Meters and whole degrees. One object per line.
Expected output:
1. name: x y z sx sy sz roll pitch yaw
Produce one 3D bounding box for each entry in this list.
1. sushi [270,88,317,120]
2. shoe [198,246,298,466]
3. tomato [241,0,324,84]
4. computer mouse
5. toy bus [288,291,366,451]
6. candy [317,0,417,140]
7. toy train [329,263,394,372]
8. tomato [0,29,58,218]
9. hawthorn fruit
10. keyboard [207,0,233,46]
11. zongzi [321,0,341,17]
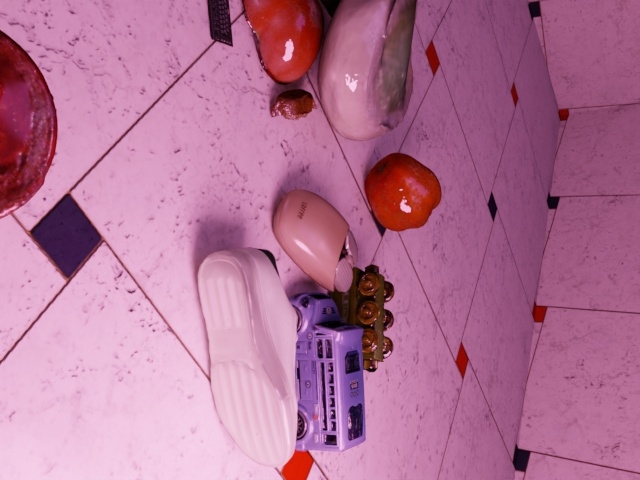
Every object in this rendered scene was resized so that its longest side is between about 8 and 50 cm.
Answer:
1. sushi: -0.049 -0.268 1.343 0.120 0.052 0.055 -42 139 -56
2. shoe: -0.096 0.183 1.136 0.160 0.131 0.363 -22 101 -63
3. tomato: -0.049 -0.428 1.317 0.199 0.112 0.228 -56 134 -49
4. computer mouse: 0.000 0.000 1.339 0.236 0.082 0.145 48 47 -35
5. toy bus: 0.012 0.244 1.289 0.125 0.133 0.292 4 82 -58
6. candy: 0.099 -0.394 1.419 0.427 0.186 0.386 -53 155 -65
7. toy train: 0.078 0.163 1.412 0.090 0.137 0.226 33 54 -51
8. tomato: -0.388 -0.104 0.682 0.233 0.139 0.200 -21 98 -23
9. hawthorn fruit: 0.194 -0.117 1.611 0.189 0.189 0.189 14 74 -57
10. keyboard: -0.182 -0.446 1.193 0.063 0.010 0.198 -6 91 -61
11. zongzi: 0.026 -0.629 1.498 0.241 0.111 0.248 58 30 -65
